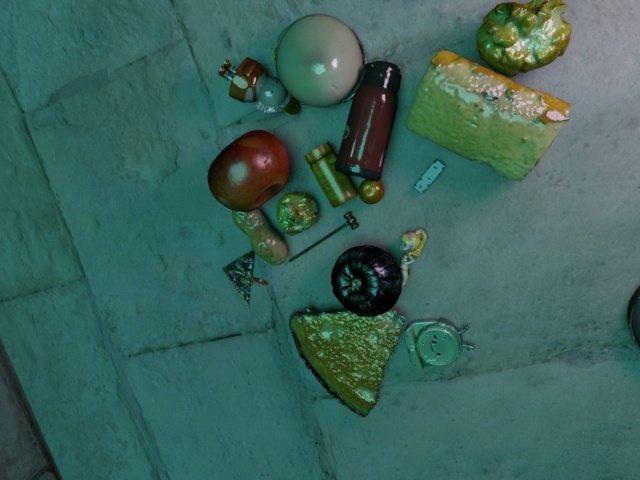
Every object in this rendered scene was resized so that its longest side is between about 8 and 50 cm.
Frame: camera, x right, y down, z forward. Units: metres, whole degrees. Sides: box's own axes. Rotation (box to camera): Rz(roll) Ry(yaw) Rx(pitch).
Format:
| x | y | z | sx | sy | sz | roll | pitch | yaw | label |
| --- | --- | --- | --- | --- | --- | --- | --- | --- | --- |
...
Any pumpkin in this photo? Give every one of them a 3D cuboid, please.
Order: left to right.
| x | y | z | sx | sy | sz | roll | pitch | yaw | label |
| --- | --- | --- | --- | --- | --- | --- | --- | --- | --- |
| 0.145 | 0.129 | 1.537 | 0.233 | 0.163 | 0.233 | 4 | 98 | 34 | pumpkin |

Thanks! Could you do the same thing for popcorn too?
| x | y | z | sx | sy | sz | roll | pitch | yaw | label |
| --- | --- | --- | --- | --- | --- | --- | --- | --- | --- |
| -0.079 | -0.095 | 1.598 | 0.141 | 0.162 | 0.135 | -23 | 60 | 1 | popcorn |
| 0.511 | -0.517 | 1.233 | 0.221 | 0.204 | 0.184 | -11 | 121 | -3 | popcorn |

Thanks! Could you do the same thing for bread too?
| x | y | z | sx | sy | sz | roll | pitch | yaw | label |
| --- | --- | --- | --- | --- | --- | --- | --- | --- | --- |
| 0.439 | -0.336 | 1.299 | 0.375 | 0.165 | 0.236 | 29 | 140 | 8 | bread |

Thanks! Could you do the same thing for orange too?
| x | y | z | sx | sy | sz | roll | pitch | yaw | label |
| --- | --- | --- | --- | --- | --- | --- | --- | --- | --- |
| 0.159 | -0.154 | 1.521 | 0.083 | 0.070 | 0.083 | -1 | 88 | 20 | orange |

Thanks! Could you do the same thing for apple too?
| x | y | z | sx | sy | sz | roll | pitch | yaw | label |
| --- | --- | --- | --- | --- | --- | --- | --- | --- | --- |
| -0.225 | -0.215 | 1.538 | 0.272 | 0.251 | 0.206 | -38 | 90 | -7 | apple |

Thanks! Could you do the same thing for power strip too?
| x | y | z | sx | sy | sz | roll | pitch | yaw | label |
| --- | --- | --- | --- | --- | --- | --- | --- | --- | --- |
| 0.330 | -0.193 | 1.474 | 0.038 | 0.029 | 0.111 | 41 | 111 | 5 | power strip |

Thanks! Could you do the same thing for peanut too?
| x | y | z | sx | sy | sz | roll | pitch | yaw | label |
| --- | --- | --- | --- | --- | --- | --- | --- | --- | --- |
| -0.208 | -0.027 | 1.661 | 0.101 | 0.117 | 0.263 | -35 | 88 | 3 | peanut |

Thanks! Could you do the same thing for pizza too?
| x | y | z | sx | sy | sz | roll | pitch | yaw | label |
| --- | --- | --- | --- | --- | --- | --- | --- | --- | --- |
| 0.059 | 0.373 | 1.694 | 0.392 | 0.080 | 0.435 | 20 | 108 | 13 | pizza |

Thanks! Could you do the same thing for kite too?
| x | y | z | sx | sy | sz | roll | pitch | yaw | label |
| --- | --- | --- | --- | --- | --- | --- | --- | --- | --- |
| -0.278 | 0.137 | 1.781 | 0.189 | 0.009 | 0.232 | 16 | 110 | 13 | kite |

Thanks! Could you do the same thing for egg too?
| x | y | z | sx | sy | sz | roll | pitch | yaw | label |
| --- | --- | --- | --- | --- | --- | --- | --- | --- | --- |
| -0.014 | -0.538 | 1.417 | 0.264 | 0.174 | 0.286 | -34 | 87 | 13 | egg |

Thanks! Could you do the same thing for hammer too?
| x | y | z | sx | sy | sz | roll | pitch | yaw | label |
| --- | --- | --- | --- | --- | --- | --- | --- | --- | --- |
| 0.000 | 0.000 | 1.643 | 0.292 | 0.029 | 0.058 | -33 | 90 | 25 | hammer |

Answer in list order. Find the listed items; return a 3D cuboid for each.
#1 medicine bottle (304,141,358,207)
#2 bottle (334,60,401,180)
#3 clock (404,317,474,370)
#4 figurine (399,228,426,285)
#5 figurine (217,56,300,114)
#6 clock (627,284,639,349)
| x | y | z | sx | sy | sz | roll | pitch | yaw | label |
| --- | --- | --- | --- | --- | --- | --- | --- | --- | --- |
| 0.035 | -0.206 | 1.536 | 0.096 | 0.096 | 0.192 | -28 | 93 | 23 | medicine bottle |
| 0.146 | -0.351 | 1.422 | 0.144 | 0.144 | 0.336 | 16 | 99 | 14 | bottle |
| 0.385 | 0.331 | 1.576 | 0.211 | 0.066 | 0.159 | -15 | 100 | 21 | clock |
| 0.283 | 0.052 | 1.537 | 0.083 | 0.083 | 0.187 | 11 | 101 | 16 | figurine |
| -0.192 | -0.477 | 1.535 | 0.271 | 0.143 | 0.143 | 33 | 115 | -19 | figurine |
| 1.017 | 0.215 | 1.330 | 0.312 | 0.061 | 0.312 | 5 | 106 | 18 | clock |
